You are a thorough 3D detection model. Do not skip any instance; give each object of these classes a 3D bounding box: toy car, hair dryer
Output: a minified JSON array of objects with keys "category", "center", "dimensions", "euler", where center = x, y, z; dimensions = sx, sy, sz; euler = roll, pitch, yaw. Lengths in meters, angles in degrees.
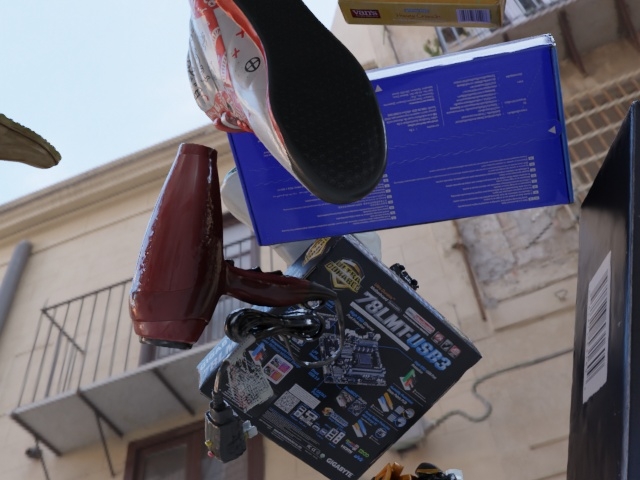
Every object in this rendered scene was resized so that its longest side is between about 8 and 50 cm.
[{"category":"toy car","center":[0.113,0.091,1.182],"dimensions":[0.060,0.122,0.040],"euler":[37,-46,-2]},{"category":"hair dryer","center":[-0.092,0.044,0.737],"dimensions":[0.080,0.223,0.294],"euler":[0,-62,37]}]

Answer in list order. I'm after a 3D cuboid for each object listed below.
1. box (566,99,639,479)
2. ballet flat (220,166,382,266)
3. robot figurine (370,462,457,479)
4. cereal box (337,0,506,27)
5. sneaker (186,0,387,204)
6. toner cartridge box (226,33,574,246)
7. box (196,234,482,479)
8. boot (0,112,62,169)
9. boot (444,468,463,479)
[{"category":"box","center":[0.349,0.076,0.533],"dimensions":[0.293,0.296,0.183],"euler":[7,-23,9]},{"category":"ballet flat","center":[0.000,0.000,1.168],"dimensions":[0.139,0.139,0.400],"euler":[-30,-31,18]},{"category":"robot figurine","center":[0.077,0.364,0.826],"dimensions":[0.085,0.291,0.211],"euler":[38,-75,-10]},{"category":"cereal box","center":[0.127,-0.345,0.800],"dimensions":[0.172,0.240,0.047],"euler":[8,-16,20]},{"category":"sneaker","center":[-0.038,-0.118,0.629],"dimensions":[0.090,0.270,0.145],"euler":[-21,-22,-23]},{"category":"toner cartridge box","center":[0.082,-0.102,0.801],"dimensions":[0.347,0.075,0.165],"euler":[-7,-68,17]},{"category":"box","center":[0.029,0.174,1.060],"dimensions":[0.295,0.073,0.293],"euler":[39,-83,-22]},{"category":"boot","center":[-0.648,-0.110,1.383],"dimensions":[0.236,0.270,0.089],"euler":[34,-23,-30]},{"category":"boot","center":[0.130,0.401,1.123],"dimensions":[0.176,0.089,0.244],"euler":[-3,-22,-1]}]
